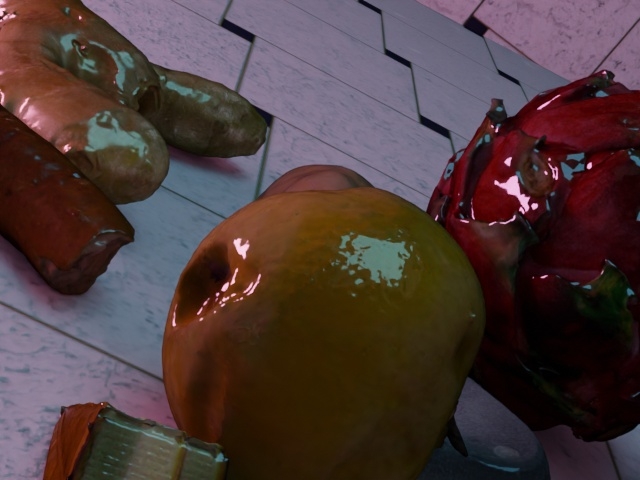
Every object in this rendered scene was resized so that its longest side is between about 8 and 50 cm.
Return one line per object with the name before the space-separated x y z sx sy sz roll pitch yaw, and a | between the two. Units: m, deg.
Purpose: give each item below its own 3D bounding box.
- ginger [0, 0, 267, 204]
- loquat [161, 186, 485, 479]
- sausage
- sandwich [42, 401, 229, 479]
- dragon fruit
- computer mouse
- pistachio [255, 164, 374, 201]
ginger | -0.241 -0.160 1.146 0.348 0.122 0.363 34 26 5
loquat | 0.003 0.067 0.790 0.213 0.213 0.213 27 20 -11
sausage | -0.260 -0.065 0.925 0.302 0.076 0.103 35 20 12
sandwich | -0.120 0.153 0.690 0.079 0.113 0.163 24 -14 -16
dragon fruit | 0.232 0.018 1.084 0.329 0.329 0.329 27 20 -11
computer mouse | 0.074 0.139 0.925 0.113 0.068 0.229 -2 25 -35
pistachio | 0.000 0.000 1.079 0.136 0.135 0.226 24 15 -17
